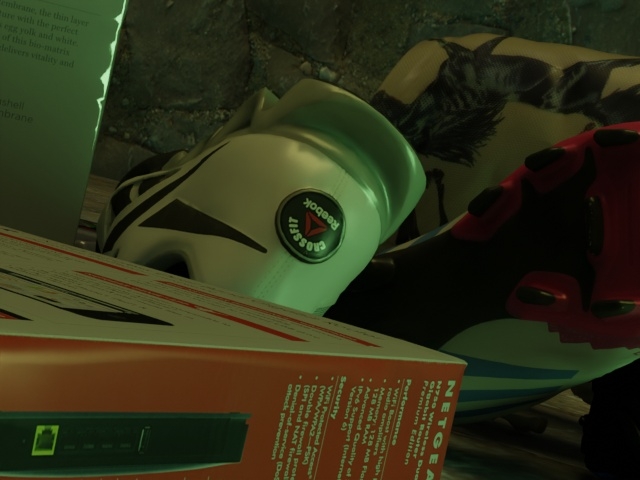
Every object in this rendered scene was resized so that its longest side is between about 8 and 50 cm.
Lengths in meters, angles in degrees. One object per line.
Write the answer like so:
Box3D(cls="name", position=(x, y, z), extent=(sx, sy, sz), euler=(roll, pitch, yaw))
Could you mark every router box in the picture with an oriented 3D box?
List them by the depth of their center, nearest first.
Box3D(cls="router box", position=(-0.163, 0.038, 0.682), extent=(0.335, 0.082, 0.301), euler=(15, 3, 34))

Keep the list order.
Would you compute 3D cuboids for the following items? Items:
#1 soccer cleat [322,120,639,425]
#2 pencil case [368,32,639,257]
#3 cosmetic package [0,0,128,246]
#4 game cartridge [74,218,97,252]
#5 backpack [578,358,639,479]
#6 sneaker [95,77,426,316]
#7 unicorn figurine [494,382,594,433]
Box3D(cls="soccer cleat", position=(0.130, 0.024, 0.983), extent=(0.331, 0.116, 0.143), euler=(-22, -25, 40))
Box3D(cls="pencil case", position=(0.217, -0.028, 1.145), extent=(0.410, 0.160, 0.183), euler=(11, -29, 28))
Box3D(cls="cosmetic package", position=(-0.258, -0.075, 1.100), extent=(0.224, 0.224, 0.138), euler=(13, 3, -22))
Box3D(cls="game cartridge", position=(-0.239, 0.003, 1.396), extent=(0.355, 0.068, 0.230), euler=(14, 7, 19))
Box3D(cls="backpack", position=(0.204, 0.103, 1.017), extent=(0.101, 0.098, 0.120), euler=(21, -12, -14))
Box3D(cls="sneaker", position=(-0.075, 0.032, 0.939), extent=(0.122, 0.146, 0.330), euler=(38, -25, -6))
Box3D(cls="unicorn figurine", position=(0.119, 0.068, 1.132), extent=(0.111, 0.162, 0.060), euler=(27, 40, -14))
